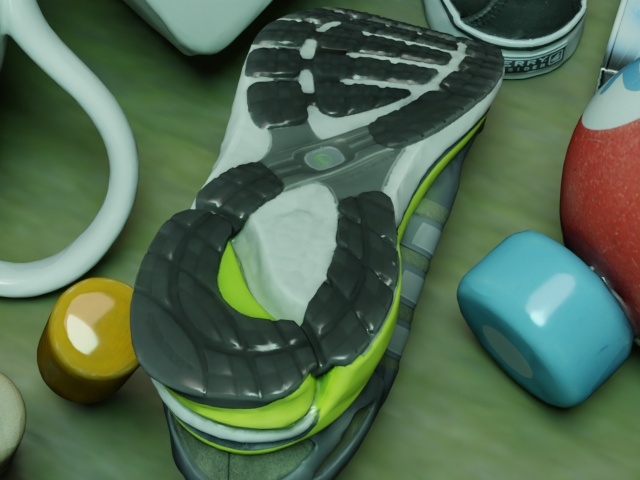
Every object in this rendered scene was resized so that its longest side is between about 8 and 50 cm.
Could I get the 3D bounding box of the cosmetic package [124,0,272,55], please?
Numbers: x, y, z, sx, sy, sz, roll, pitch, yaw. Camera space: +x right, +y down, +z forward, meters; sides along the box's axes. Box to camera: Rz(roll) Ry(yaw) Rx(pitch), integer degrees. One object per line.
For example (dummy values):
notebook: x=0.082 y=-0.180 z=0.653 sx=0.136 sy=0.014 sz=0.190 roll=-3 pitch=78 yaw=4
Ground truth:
cosmetic package: x=-0.074 y=-0.370 z=0.647 sx=0.393 sy=0.329 sz=0.327 roll=-46 pitch=55 yaw=-2

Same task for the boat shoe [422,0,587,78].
boat shoe: x=0.066 y=-0.231 z=0.777 sx=0.113 sy=0.105 sz=0.306 roll=-6 pitch=58 yaw=-4

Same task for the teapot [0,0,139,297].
teapot: x=-0.247 y=-0.062 z=0.634 sx=0.256 sy=0.187 sz=0.252 roll=29 pitch=33 yaw=36

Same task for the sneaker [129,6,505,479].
sneaker: x=0.000 y=0.000 z=0.635 sx=0.111 sy=0.121 sz=0.300 roll=17 pitch=40 yaw=12

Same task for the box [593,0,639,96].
box: x=0.246 y=-0.087 z=0.726 sx=0.207 sy=0.036 sz=0.114 roll=16 pitch=60 yaw=10

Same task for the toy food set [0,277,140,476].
toy food set: x=-0.123 y=0.135 z=0.573 sx=0.111 sy=0.104 sz=0.232 roll=3 pitch=75 yaw=-13

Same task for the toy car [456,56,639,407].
toy car: x=0.186 y=-0.023 z=0.544 sx=0.219 sy=0.238 sz=0.210 roll=-42 pitch=69 yaw=-12
